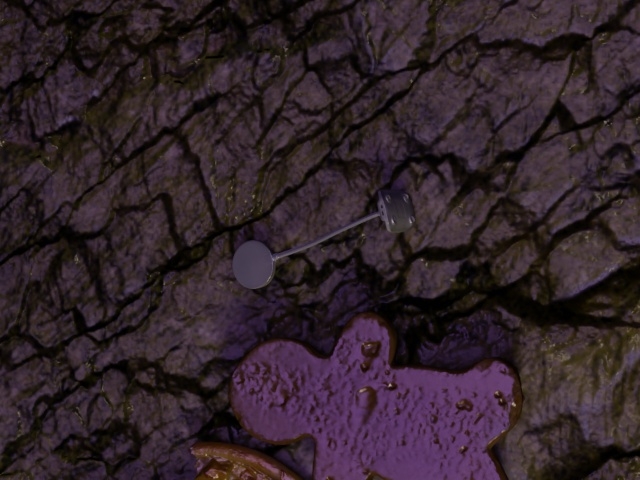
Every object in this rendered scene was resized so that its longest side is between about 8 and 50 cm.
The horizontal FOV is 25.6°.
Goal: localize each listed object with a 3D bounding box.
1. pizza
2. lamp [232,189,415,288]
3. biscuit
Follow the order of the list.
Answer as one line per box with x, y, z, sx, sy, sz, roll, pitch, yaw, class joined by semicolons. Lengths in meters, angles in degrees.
-0.071;0.266;1.446;0.160;0.036;0.099;25;94;15;pizza
0.000;0.000;1.448;0.198;0.056;0.050;-21;83;24;lamp
0.053;0.172;1.411;0.301;0.049;0.197;11;86;15;biscuit
